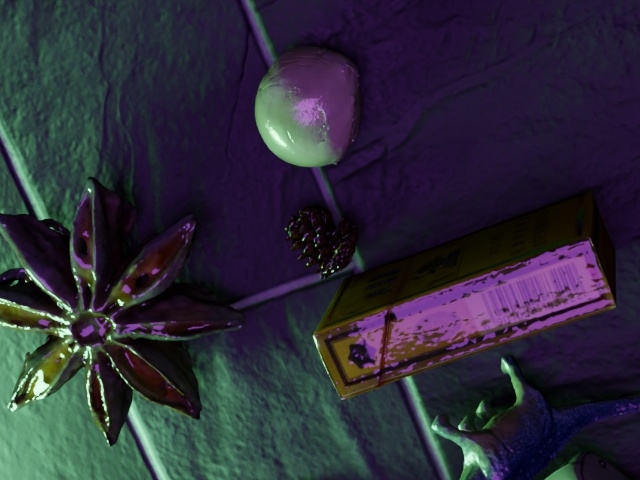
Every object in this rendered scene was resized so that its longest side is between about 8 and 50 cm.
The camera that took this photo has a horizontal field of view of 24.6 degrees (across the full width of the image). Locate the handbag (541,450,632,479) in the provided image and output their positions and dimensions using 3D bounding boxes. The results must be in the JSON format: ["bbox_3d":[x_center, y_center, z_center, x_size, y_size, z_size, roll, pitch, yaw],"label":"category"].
[{"bbox_3d":[0.275,0.406,1.675,0.241,0.109,0.315,38,113,-1],"label":"handbag"}]

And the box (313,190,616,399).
[{"bbox_3d":[0.157,0.055,1.545,0.302,0.193,0.084,-20,101,16],"label":"box"}]

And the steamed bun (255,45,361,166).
[{"bbox_3d":[-0.016,-0.141,1.575,0.113,0.091,0.129,12,108,9],"label":"steamed bun"}]

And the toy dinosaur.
[{"bbox_3d":[0.202,0.224,1.603,0.147,0.363,0.076,42,156,34],"label":"toy dinosaur"}]

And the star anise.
[{"bbox_3d":[-0.245,0.078,1.672,0.332,0.117,0.331,2,113,4],"label":"star anise"}]

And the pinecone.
[{"bbox_3d":[0.000,0.000,1.622,0.083,0.077,0.077,27,109,7],"label":"pinecone"}]
